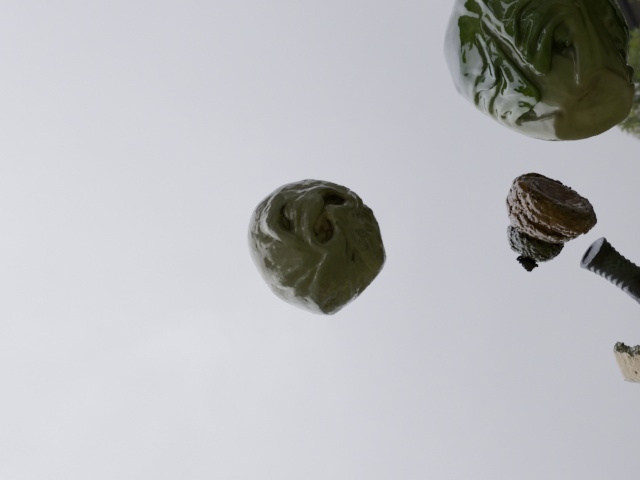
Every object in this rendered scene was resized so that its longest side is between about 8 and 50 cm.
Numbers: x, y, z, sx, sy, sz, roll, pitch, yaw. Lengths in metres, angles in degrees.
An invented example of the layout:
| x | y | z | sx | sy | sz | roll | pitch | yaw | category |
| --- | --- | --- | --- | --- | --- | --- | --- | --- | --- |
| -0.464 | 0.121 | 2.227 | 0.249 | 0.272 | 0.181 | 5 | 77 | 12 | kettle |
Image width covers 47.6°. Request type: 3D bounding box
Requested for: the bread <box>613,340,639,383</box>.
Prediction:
| x | y | z | sx | sy | sz | roll | pitch | yaw | category |
| --- | --- | --- | --- | --- | --- | --- | --- | --- | --- |
| 0.492 | 0.192 | 1.113 | 0.035 | 0.083 | 0.070 | -32 | -79 | -23 | bread |

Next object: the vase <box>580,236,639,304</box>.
| x | y | z | sx | sy | sz | roll | pitch | yaw | category |
| --- | --- | --- | --- | --- | --- | --- | --- | --- | --- |
| 0.658 | 0.089 | 1.503 | 0.237 | 0.115 | 0.115 | 34 | -113 | 2 | vase |

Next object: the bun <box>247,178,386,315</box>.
| x | y | z | sx | sy | sz | roll | pitch | yaw | category |
| --- | --- | --- | --- | --- | --- | --- | --- | --- | --- |
| 0.000 | 0.000 | 1.146 | 0.231 | 0.133 | 0.231 | 2 | -100 | -11 | bun |

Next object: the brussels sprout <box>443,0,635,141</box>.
| x | y | z | sx | sy | sz | roll | pitch | yaw | category |
| --- | --- | --- | --- | --- | --- | --- | --- | --- | --- |
| 0.375 | -0.327 | 1.238 | 0.281 | 0.289 | 0.355 | -4 | -130 | -31 | brussels sprout |

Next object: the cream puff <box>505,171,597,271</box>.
| x | y | z | sx | sy | sz | roll | pitch | yaw | category |
| --- | --- | --- | --- | --- | --- | --- | --- | --- | --- |
| 0.446 | -0.027 | 1.480 | 0.183 | 0.183 | 0.169 | 1 | -56 | -35 | cream puff |
